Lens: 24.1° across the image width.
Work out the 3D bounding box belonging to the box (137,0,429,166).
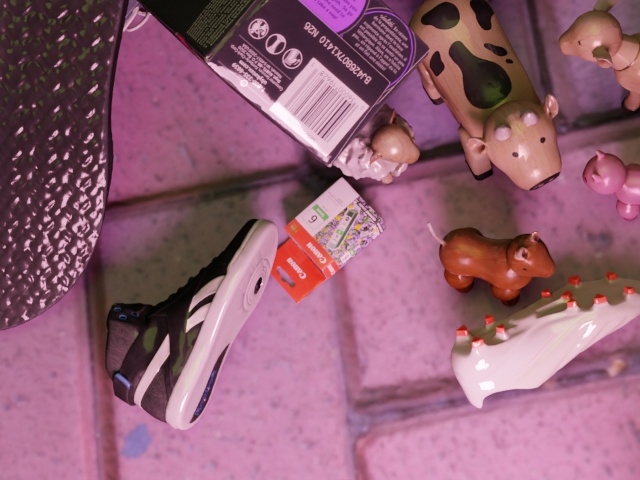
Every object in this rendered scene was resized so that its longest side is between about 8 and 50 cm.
[{"bbox_3d":[-0.045,-0.204,1.392,0.143,0.165,0.270,-49,29,3],"label":"box"}]

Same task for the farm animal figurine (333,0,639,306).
[{"bbox_3d":[0.193,-0.123,1.379,0.330,0.172,0.327,-43,67,-5],"label":"farm animal figurine"}]

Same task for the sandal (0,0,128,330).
[{"bbox_3d":[-0.272,-0.122,1.489,0.168,0.107,0.445,16,99,-3],"label":"sandal"}]

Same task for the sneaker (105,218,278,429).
[{"bbox_3d":[-0.135,0.060,1.433,0.121,0.079,0.217,23,80,19],"label":"sneaker"}]

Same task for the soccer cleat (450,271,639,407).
[{"bbox_3d":[0.210,0.088,1.363,0.196,0.076,0.068,-20,25,-11],"label":"soccer cleat"}]

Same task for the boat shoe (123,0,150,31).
[{"bbox_3d":[-0.230,-0.248,1.573,0.095,0.079,0.254,29,81,19],"label":"boat shoe"}]

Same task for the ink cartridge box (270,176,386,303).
[{"bbox_3d":[0.000,0.000,1.455,0.115,0.029,0.063,-41,66,-4],"label":"ink cartridge box"}]
